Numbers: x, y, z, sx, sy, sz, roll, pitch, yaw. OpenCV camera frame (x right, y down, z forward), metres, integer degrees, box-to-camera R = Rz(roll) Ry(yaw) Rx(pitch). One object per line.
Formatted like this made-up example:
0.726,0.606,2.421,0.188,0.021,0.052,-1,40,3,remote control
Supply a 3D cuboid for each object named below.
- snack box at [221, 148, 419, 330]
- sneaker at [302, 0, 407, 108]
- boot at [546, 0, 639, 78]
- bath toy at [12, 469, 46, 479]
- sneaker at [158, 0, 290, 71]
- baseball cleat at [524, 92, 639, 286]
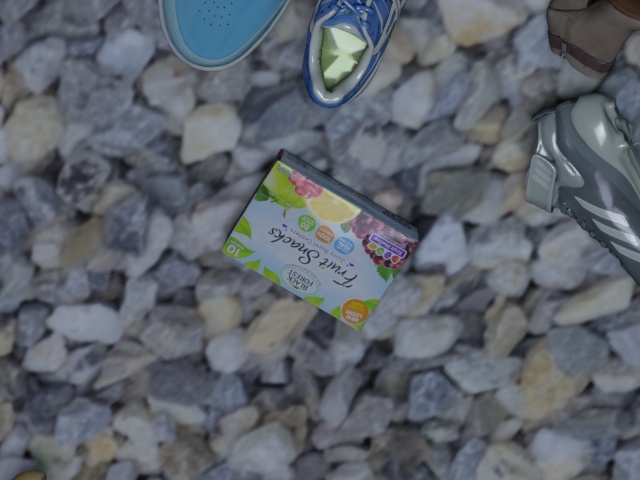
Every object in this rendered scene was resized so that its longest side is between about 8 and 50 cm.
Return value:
0.000,0.000,1.513,0.141,0.037,0.100,30,111,-7,snack box
0.040,-0.200,1.412,0.080,0.081,0.211,16,109,0,sneaker
0.232,-0.167,1.406,0.118,0.042,0.087,39,140,32,boot
-0.427,0.200,1.574,0.348,0.129,0.151,21,111,-3,bath toy
-0.052,-0.257,1.330,0.127,0.208,0.319,21,111,-5,sneaker
0.238,-0.025,1.479,0.109,0.072,0.206,-17,104,25,baseball cleat
